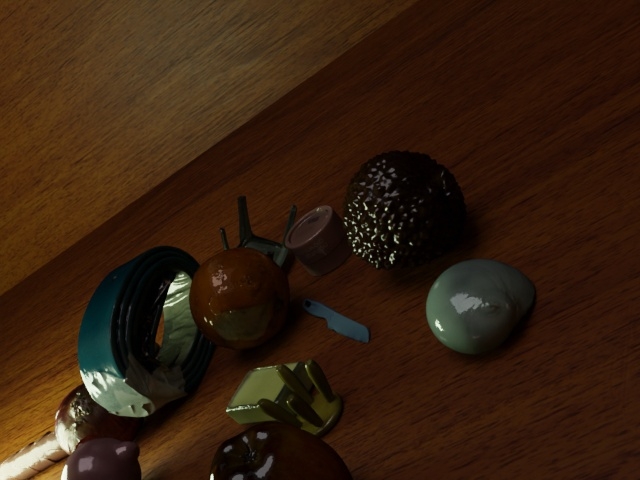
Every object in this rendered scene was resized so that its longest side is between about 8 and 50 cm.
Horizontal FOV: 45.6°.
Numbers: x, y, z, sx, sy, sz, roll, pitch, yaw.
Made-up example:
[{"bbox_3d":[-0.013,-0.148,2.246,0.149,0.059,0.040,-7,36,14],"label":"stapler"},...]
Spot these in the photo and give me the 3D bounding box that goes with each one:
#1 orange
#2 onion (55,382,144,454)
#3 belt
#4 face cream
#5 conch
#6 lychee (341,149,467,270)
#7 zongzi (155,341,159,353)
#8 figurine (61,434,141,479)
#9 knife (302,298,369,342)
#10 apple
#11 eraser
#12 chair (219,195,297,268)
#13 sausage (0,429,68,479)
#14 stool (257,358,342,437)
[{"bbox_3d":[-0.184,0.135,1.756,0.240,0.240,0.240,-33,25,17],"label":"orange"},{"bbox_3d":[-0.550,0.417,1.852,0.230,0.163,0.230,-16,44,15],"label":"onion"},{"bbox_3d":[-0.412,0.217,1.865,0.173,0.300,0.436,-24,38,36],"label":"belt"},{"bbox_3d":[0.000,0.000,1.872,0.149,0.104,0.149,-33,25,18],"label":"face cream"},{"bbox_3d":[0.274,0.098,1.307,0.185,0.120,0.221,-1,30,11],"label":"conch"},{"bbox_3d":[0.161,-0.052,1.558,0.267,0.267,0.267,-33,25,17],"label":"lychee"},{"bbox_3d":[-0.476,0.322,2.113,0.076,0.040,0.083,-37,35,-8],"label":"zongzi"},{"bbox_3d":[-0.459,0.501,1.609,0.173,0.173,0.173,-33,25,17],"label":"figurine"},{"bbox_3d":[0.028,0.171,1.646,0.044,0.019,0.313,-54,26,-10],"label":"knife"},{"bbox_3d":[-0.065,0.388,1.162,0.230,0.230,0.230,-33,25,17],"label":"apple"},{"bbox_3d":[-0.101,0.309,1.534,0.172,0.058,0.117,-19,28,45],"label":"eraser"},{"bbox_3d":[-0.187,0.037,1.987,0.274,0.191,0.203,100,-168,-45],"label":"chair"},{"bbox_3d":[-0.724,0.556,2.016,0.433,0.088,0.088,-33,25,19],"label":"sausage"},{"bbox_3d":[-0.033,0.293,1.404,0.135,0.110,0.134,-40,24,3],"label":"stool"}]
